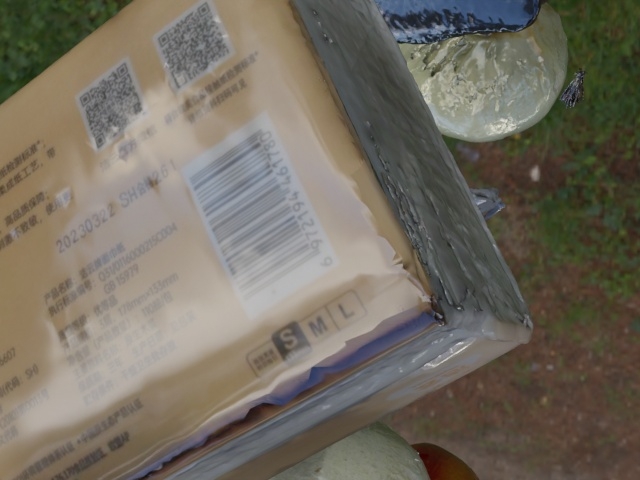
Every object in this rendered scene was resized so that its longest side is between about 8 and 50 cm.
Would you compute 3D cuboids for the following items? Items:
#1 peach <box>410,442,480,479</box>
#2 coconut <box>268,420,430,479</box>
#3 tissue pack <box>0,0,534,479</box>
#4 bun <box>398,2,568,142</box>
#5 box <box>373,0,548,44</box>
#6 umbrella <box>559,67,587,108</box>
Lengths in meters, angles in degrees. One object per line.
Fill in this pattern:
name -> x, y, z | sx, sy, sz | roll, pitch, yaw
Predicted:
peach -> 0.126, 0.369, 1.412 | 0.199, 0.243, 0.243 | -8, 133, 15
coconut -> 0.005, 0.192, 0.788 | 0.162, 0.161, 0.161 | 35, 135, -17
tissue pack -> -0.064, 0.027, 0.603 | 0.305, 0.238, 0.238 | -32, 121, 20
bun -> 0.240, -0.292, 1.727 | 0.287, 0.287, 0.146 | 6, 160, 12
box -> 0.117, -0.418, 1.374 | 0.350, 0.091, 0.359 | 2, 117, 50
umbrella -> 0.310, -0.184, 1.385 | 0.031, 0.020, 0.083 | -1, 154, 2
